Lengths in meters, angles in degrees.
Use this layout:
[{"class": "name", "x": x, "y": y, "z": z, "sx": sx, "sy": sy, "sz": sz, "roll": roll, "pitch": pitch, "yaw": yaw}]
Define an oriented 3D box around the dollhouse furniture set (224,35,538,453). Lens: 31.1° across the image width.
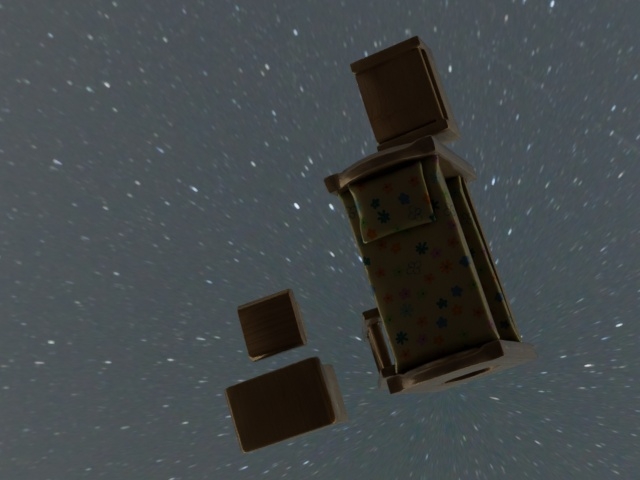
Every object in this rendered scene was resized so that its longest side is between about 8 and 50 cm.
[{"class": "dollhouse furniture set", "x": 0.000, "y": 0.000, "z": 0.596, "sx": 0.161, "sy": 0.101, "sz": 0.182, "roll": -22, "pitch": -103, "yaw": 17}]
